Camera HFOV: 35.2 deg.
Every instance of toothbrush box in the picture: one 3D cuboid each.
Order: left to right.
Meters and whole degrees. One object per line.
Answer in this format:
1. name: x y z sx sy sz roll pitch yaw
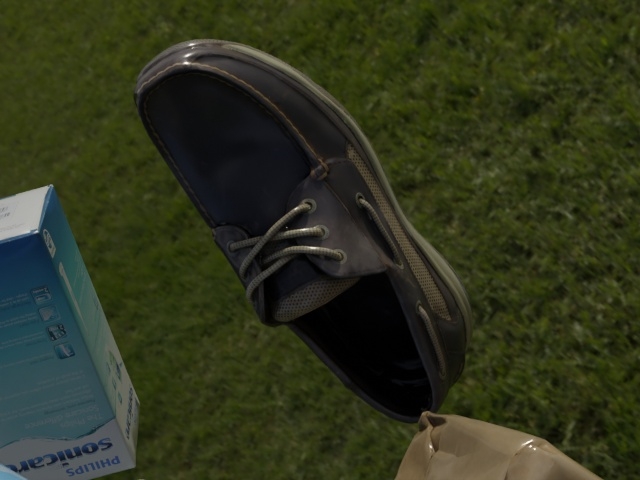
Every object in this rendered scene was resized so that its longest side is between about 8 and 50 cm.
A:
1. toothbrush box: -0.337 0.119 1.057 0.216 0.295 0.126 -16 25 0

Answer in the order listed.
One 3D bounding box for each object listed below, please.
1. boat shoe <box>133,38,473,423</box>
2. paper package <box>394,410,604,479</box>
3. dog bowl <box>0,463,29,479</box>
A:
1. boat shoe: 0.000 0.000 0.756 0.132 0.355 0.130 -35 23 24
2. paper package: 0.153 0.328 0.651 0.309 0.325 0.168 -60 16 -15
3. dog bowl: -0.176 0.191 0.398 0.074 0.166 0.297 36 132 22
